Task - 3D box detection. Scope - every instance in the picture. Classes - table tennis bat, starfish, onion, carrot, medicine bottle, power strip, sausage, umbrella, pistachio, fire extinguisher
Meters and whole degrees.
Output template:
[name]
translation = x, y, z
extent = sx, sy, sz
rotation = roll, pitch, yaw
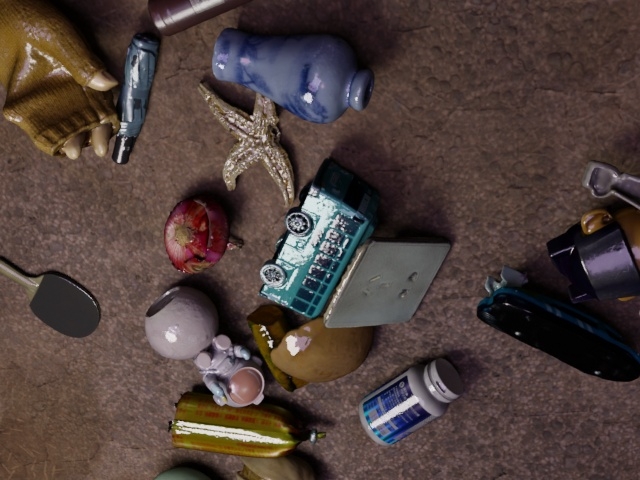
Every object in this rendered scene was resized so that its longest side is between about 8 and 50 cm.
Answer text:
[table tennis bat]
translation = -0.569, 0.114, 1.745
extent = 0.247, 0.022, 0.138
rotation = 33, 119, -4
[starfish]
translation = -0.127, -0.164, 1.475
extent = 0.138, 0.050, 0.247
rotation = -5, 112, 19
[onion]
translation = -0.204, -0.006, 1.552
extent = 0.150, 0.140, 0.150
rotation = -9, 77, 43
[carrot]
translation = -0.075, 0.209, 1.629
extent = 0.082, 0.082, 0.173
rotation = -17, 110, 22
[medicine bottle]
translation = 0.172, 0.303, 1.595
extent = 0.191, 0.107, 0.107
rotation = -38, 102, 27
[power strip]
translation = 0.105, 0.063, 1.480
extent = 0.213, 0.064, 0.198
rotation = 2, 128, -37
[sausage]
translation = -0.146, 0.379, 1.710
extent = 0.318, 0.117, 0.125
rotation = 4, 159, 11
[umbrella]
translation = -0.331, -0.245, 1.483
extent = 0.052, 0.053, 0.250
rotation = 22, 119, 2
[pistachio]
translation = -0.091, 0.500, 1.765
extent = 0.185, 0.124, 0.124
rotation = 19, 120, 23
[fire extinguisher]
translation = -0.168, -0.414, 1.353
extent = 0.231, 0.071, 0.099
rotation = -18, 82, 21

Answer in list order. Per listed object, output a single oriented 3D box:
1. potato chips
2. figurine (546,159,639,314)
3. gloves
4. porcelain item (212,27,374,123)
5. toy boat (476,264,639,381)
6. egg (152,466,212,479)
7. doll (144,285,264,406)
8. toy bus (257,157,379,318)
[potato chips]
translation = 0.014, 0.213, 1.555
extent = 0.195, 0.061, 0.208
rotation = -26, 141, 0
[figurine]
translation = 0.508, 0.001, 1.338
extent = 0.309, 0.143, 0.308
rotation = 2, 97, 14
[gloves]
translation = -0.464, -0.294, 1.436
extent = 0.203, 0.155, 0.356
rotation = -33, 87, 19
[porcelain item]
translation = -0.042, -0.273, 1.356
extent = 0.259, 0.141, 0.141
rotation = 19, 119, 15
[toy boat]
translation = 0.427, 0.145, 1.461
extent = 0.299, 0.092, 0.134
rotation = 26, 154, -8
[egg]
translation = -0.284, 0.596, 1.826
extent = 0.168, 0.168, 0.230
rotation = -25, 110, 24
[doll]
translation = -0.215, 0.220, 1.646
extent = 0.151, 0.151, 0.287
rotation = -31, 111, 26
[toy bus]
translation = 0.000, 0.000, 1.479
extent = 0.147, 0.128, 0.256
rotation = 27, 122, -2
